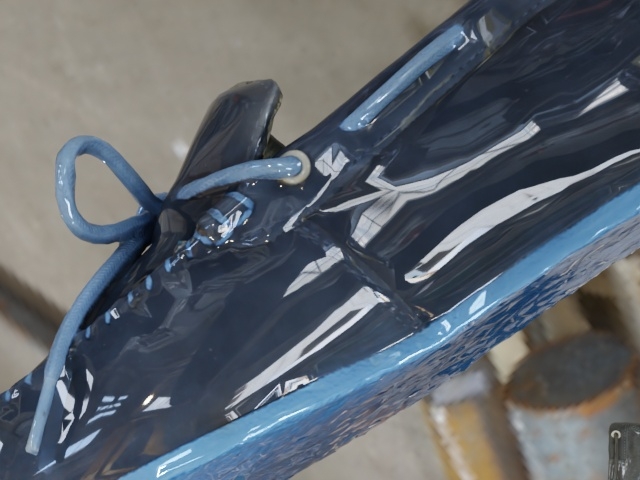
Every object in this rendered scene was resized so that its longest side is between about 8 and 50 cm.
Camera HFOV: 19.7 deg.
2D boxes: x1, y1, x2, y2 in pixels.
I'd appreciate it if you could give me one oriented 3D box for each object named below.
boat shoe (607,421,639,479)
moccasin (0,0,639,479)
[{"bbox_3d":[0.158,0.163,0.966,0.040,0.142,0.049,9,163,21],"label":"boat shoe"},{"bbox_3d":[0.000,0.000,0.611,0.116,0.342,0.137,57,170,12],"label":"moccasin"}]
